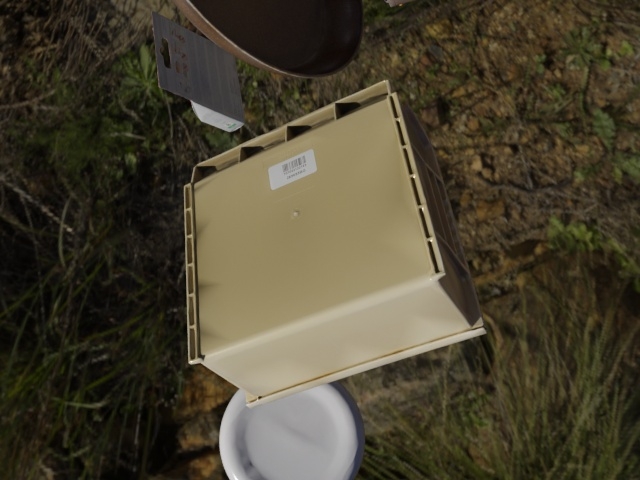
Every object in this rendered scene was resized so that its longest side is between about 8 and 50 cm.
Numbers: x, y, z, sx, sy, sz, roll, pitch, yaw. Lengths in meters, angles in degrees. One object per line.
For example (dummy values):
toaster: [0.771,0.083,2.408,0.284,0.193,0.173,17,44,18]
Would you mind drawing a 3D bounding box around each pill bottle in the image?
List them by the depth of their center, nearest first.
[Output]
pill bottle: [-0.042,0.328,1.177,0.210,0.210,0.363,-6,162,-3]

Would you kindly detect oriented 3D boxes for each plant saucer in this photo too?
plant saucer: [-0.076,-0.304,0.767,0.310,0.310,0.050,37,139,-29]

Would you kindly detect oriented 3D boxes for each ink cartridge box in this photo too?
ink cartridge box: [-0.255,-0.333,1.447,0.056,0.181,0.225,-26,154,35]

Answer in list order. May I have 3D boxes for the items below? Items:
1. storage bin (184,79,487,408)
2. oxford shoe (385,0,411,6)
storage bin: [0.000,0.000,0.752,0.262,0.260,0.123,-21,143,18]
oxford shoe: [0.179,-0.513,1.370,0.364,0.130,0.132,5,133,-24]
